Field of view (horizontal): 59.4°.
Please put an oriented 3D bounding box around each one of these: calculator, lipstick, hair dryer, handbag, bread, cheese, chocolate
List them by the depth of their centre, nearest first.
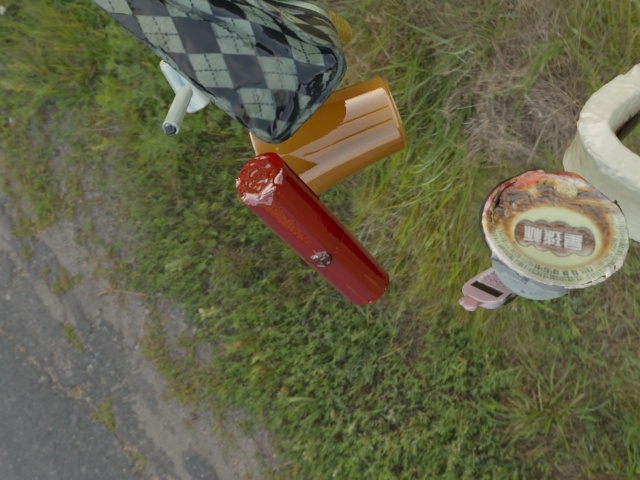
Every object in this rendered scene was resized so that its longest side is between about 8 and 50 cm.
[{"bbox_3d":[-0.144,-0.331,0.691,0.316,0.416,0.180,28,119,-28],"label":"handbag"},{"bbox_3d":[0.001,-0.001,0.695,0.073,0.279,0.073,-17,53,24],"label":"lipstick"},{"bbox_3d":[0.325,0.006,0.836,0.221,0.221,0.147,29,156,16],"label":"chocolate"},{"bbox_3d":[0.611,-0.169,0.973,0.332,0.153,0.292,-43,66,-14],"label":"cheese"},{"bbox_3d":[0.337,0.091,1.084,0.103,0.166,0.024,30,144,56],"label":"calculator"},{"bbox_3d":[-0.324,-0.315,1.263,0.073,0.236,0.131,-13,132,18],"label":"hair dryer"},{"bbox_3d":[0.011,-0.508,1.352,0.077,0.367,0.084,25,109,8],"label":"bread"}]

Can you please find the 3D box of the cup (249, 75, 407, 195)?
[{"bbox_3d":[0.010,-0.177,0.997,0.264,0.226,0.182,-20,96,8],"label":"cup"}]
